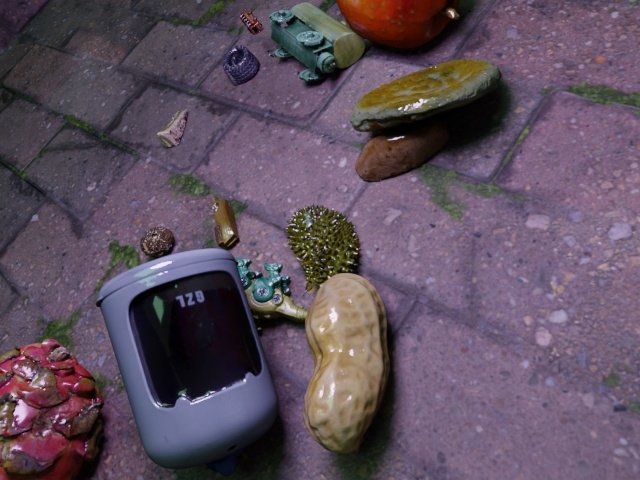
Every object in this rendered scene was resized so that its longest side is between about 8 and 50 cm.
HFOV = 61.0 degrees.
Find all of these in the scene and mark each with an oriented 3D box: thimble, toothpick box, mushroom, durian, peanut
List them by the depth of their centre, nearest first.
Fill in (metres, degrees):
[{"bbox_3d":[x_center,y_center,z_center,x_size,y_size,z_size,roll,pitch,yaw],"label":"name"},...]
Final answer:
[{"bbox_3d":[0.040,0.188,0.885,0.146,0.147,0.306,-14,54,20],"label":"peanut"},{"bbox_3d":[-0.210,0.218,0.918,0.263,0.263,0.355,-23,79,14],"label":"toothpick box"},{"bbox_3d":[0.000,-0.007,1.061,0.137,0.095,0.221,-23,48,10],"label":"durian"},{"bbox_3d":[0.163,-0.190,1.108,0.209,0.094,0.072,-20,49,11],"label":"mushroom"},{"bbox_3d":[-0.389,0.003,1.300,0.080,0.080,0.091,-19,11,17],"label":"durian"},{"bbox_3d":[-0.226,-0.502,1.544,0.095,0.066,0.104,-7,56,28],"label":"thimble"}]

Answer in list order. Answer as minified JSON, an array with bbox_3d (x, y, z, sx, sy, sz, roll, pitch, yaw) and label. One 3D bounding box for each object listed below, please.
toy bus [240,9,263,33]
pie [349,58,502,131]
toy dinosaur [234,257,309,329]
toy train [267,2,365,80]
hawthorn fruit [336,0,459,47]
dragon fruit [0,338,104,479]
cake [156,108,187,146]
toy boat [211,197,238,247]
[{"bbox_3d":[-0.214,-0.672,1.673,0.043,0.031,0.110,-37,48,6],"label":"toy bus"},{"bbox_3d":[0.210,-0.291,1.100,0.323,0.071,0.323,-18,23,8],"label":"pie"},{"bbox_3d":[-0.100,0.114,1.054,0.259,0.094,0.153,-2,61,18],"label":"toy dinosaur"},{"bbox_3d":[-0.018,-0.521,1.427,0.189,0.126,0.307,-17,44,-23],"label":"toy train"},{"bbox_3d":[0.189,-0.569,1.238,0.299,0.275,0.275,38,81,22],"label":"hawthorn fruit"},{"bbox_3d":[-0.564,0.341,1.061,0.269,0.250,0.291,-24,54,37],"label":"dragon fruit"},{"bbox_3d":[-0.412,-0.322,1.556,0.051,0.055,0.140,-9,38,25],"label":"cake"},{"bbox_3d":[-0.226,-0.046,1.252,0.049,0.047,0.149,-29,51,10],"label":"toy boat"}]
